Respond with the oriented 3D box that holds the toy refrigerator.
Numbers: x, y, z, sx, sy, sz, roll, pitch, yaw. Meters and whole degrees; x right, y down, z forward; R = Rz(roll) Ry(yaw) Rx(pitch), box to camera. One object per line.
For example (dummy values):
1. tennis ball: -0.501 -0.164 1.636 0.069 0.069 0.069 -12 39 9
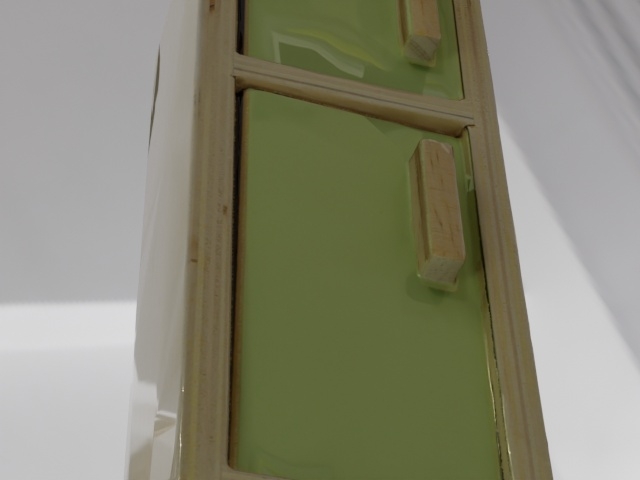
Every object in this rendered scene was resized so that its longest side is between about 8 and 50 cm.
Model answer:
1. toy refrigerator: 0.000 0.000 0.509 0.102 0.094 0.269 11 -137 -12
